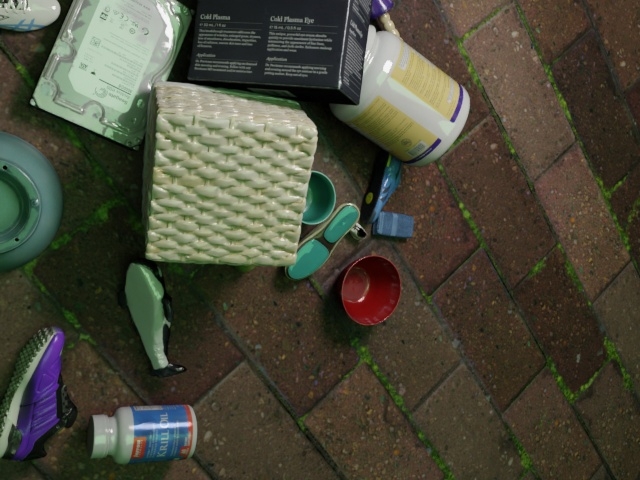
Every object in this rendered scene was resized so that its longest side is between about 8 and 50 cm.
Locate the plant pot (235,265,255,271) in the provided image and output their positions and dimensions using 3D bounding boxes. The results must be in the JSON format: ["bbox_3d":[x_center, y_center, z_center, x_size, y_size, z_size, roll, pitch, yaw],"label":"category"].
[{"bbox_3d":[-0.188,0.031,1.550,0.083,0.083,0.079,-28,121,-22],"label":"plant pot"}]

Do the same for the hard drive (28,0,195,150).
[{"bbox_3d":[-0.437,-0.389,1.375,0.237,0.064,0.338,24,85,-27],"label":"hard drive"}]

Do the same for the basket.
[{"bbox_3d":[-0.195,-0.131,1.348,0.331,0.266,0.328,4,111,-17],"label":"basket"}]

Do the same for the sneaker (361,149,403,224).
[{"bbox_3d":[0.173,-0.136,1.721,0.082,0.069,0.209,20,86,-32],"label":"sneaker"}]

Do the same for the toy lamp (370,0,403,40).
[{"bbox_3d":[0.191,-0.526,1.685,0.080,0.080,0.274,-41,114,-18],"label":"toy lamp"}]

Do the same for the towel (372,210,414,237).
[{"bbox_3d":[0.198,-0.042,1.767,0.119,0.029,0.067,7,92,-28],"label":"towel"}]

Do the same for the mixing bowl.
[{"bbox_3d":[0.111,0.123,1.699,0.181,0.098,0.181,-3,97,-27],"label":"mixing bowl"}]

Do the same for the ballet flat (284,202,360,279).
[{"bbox_3d":[0.000,0.000,1.637,0.248,0.086,0.086,-43,113,-5],"label":"ballet flat"}]

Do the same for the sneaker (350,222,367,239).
[{"bbox_3d":[0.082,-0.042,1.698,0.109,0.044,0.040,40,79,-23],"label":"sneaker"}]

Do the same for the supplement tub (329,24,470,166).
[{"bbox_3d":[0.172,-0.356,1.592,0.331,0.241,0.241,30,81,-22],"label":"supplement tub"}]

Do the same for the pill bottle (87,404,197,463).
[{"bbox_3d":[-0.398,0.432,1.450,0.222,0.124,0.124,4,93,-28],"label":"pill bottle"}]

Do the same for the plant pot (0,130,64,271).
[{"bbox_3d":[-0.632,-0.068,1.232,0.293,0.196,0.293,-3,98,-27],"label":"plant pot"}]

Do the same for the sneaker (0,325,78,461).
[{"bbox_3d":[-0.575,0.326,1.366,0.146,0.102,0.293,23,89,-32],"label":"sneaker"}]

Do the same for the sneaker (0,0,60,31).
[{"bbox_3d":[-0.627,-0.457,1.255,0.237,0.086,0.085,-3,95,-29],"label":"sneaker"}]

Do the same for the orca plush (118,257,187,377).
[{"bbox_3d":[-0.352,0.163,1.461,0.102,0.151,0.287,-37,111,-53],"label":"orca plush"}]

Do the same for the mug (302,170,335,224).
[{"bbox_3d":[-0.044,-0.119,1.592,0.130,0.097,0.157,-17,103,-25],"label":"mug"}]

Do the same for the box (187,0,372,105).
[{"bbox_3d":[-0.077,-0.469,1.389,0.343,0.179,0.312,9,93,17],"label":"box"}]
